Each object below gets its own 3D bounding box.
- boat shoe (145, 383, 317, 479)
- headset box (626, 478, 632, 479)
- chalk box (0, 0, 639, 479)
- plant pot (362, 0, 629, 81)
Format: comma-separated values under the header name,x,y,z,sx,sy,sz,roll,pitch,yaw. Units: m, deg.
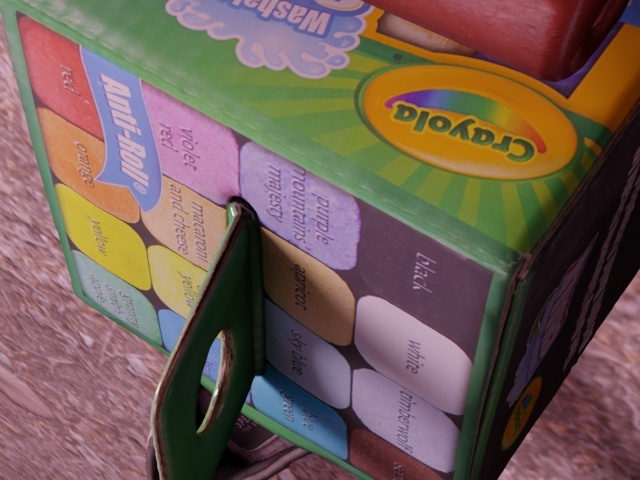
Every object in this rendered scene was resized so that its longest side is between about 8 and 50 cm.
name,x,y,z,sx,sy,sz,roll,pitch,yaw
boat shoe,-0.036,0.109,1.020,0.112,0.095,0.335,40,153,0
headset box,0.209,0.235,0.775,0.110,0.218,0.293,52,151,-19
chalk box,0.020,-0.037,0.529,0.179,0.289,0.180,31,150,18
plant pot,-0.005,-0.187,0.382,0.265,0.272,0.272,30,151,9
